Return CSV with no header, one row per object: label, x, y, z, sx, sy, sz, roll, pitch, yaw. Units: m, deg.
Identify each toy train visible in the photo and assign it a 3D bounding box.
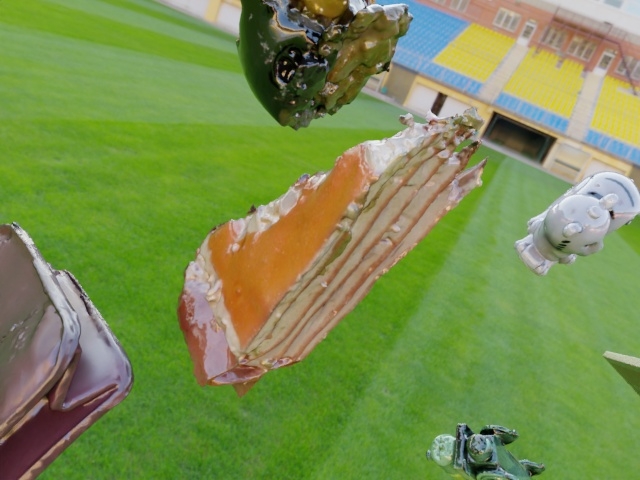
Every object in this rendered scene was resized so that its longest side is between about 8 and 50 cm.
toy train,0.229,0.324,0.754,0.200,0.132,0.083,49,42,-31

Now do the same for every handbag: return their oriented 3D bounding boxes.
handbag,-0.247,0.109,0.368,0.203,0.216,0.074,29,-19,45

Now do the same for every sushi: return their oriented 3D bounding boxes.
sushi,-0.011,-0.274,0.671,0.213,0.200,0.204,-24,76,-50

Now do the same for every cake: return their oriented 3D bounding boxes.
cake,-0.004,-0.003,0.398,0.098,0.287,0.135,29,32,-40

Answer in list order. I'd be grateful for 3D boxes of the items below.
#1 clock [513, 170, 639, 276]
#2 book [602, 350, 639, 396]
clock,0.337,-0.034,0.676,0.176,0.117,0.080,-32,78,-20
book,0.515,0.238,0.778,0.170,0.018,0.241,48,2,8
